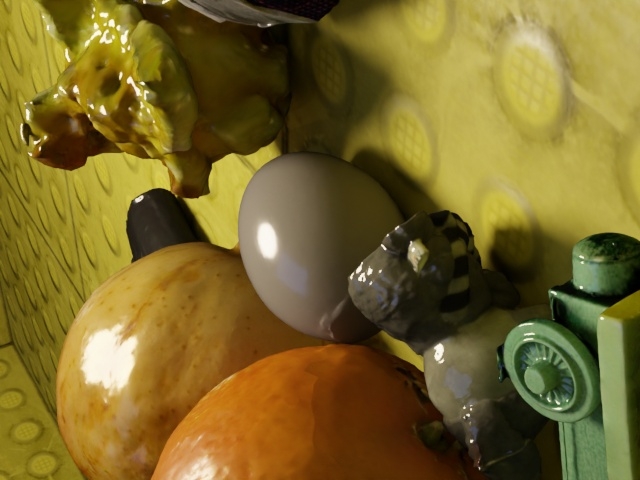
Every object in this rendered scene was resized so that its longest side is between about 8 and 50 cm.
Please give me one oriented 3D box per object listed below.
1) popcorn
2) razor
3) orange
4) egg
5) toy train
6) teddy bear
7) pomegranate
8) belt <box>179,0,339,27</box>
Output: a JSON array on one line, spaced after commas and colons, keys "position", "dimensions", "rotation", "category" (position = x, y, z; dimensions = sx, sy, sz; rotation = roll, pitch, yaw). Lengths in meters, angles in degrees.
[{"position": [-0.184, -0.213, 1.301], "dimensions": [0.326, 0.290, 0.321], "rotation": [44, 148, -15], "category": "popcorn"}, {"position": [-0.215, 0.078, 1.816], "dimensions": [0.327, 0.107, 0.189], "rotation": [56, 152, 30], "category": "razor"}, {"position": [0.036, 0.297, 1.107], "dimensions": [0.326, 0.424, 0.424], "rotation": [-51, 55, 22], "category": "orange"}, {"position": [0.000, 0.000, 1.207], "dimensions": [0.232, 0.176, 0.176], "rotation": [50, 149, 35], "category": "egg"}, {"position": [0.261, 0.177, 0.844], "dimensions": [0.237, 0.150, 0.369], "rotation": [19, 126, 50], "category": "toy train"}, {"position": [0.146, 0.086, 1.043], "dimensions": [0.251, 0.144, 0.171], "rotation": [53, -170, 1], "category": "teddy bear"}, {"position": [-0.135, 0.155, 1.445], "dimensions": [0.410, 0.410, 0.410], "rotation": [46, 147, 43], "category": "pomegranate"}, {"position": [-0.053, -0.306, 1.111], "dimensions": [0.289, 0.164, 0.184], "rotation": [16, 97, 59], "category": "belt"}]
